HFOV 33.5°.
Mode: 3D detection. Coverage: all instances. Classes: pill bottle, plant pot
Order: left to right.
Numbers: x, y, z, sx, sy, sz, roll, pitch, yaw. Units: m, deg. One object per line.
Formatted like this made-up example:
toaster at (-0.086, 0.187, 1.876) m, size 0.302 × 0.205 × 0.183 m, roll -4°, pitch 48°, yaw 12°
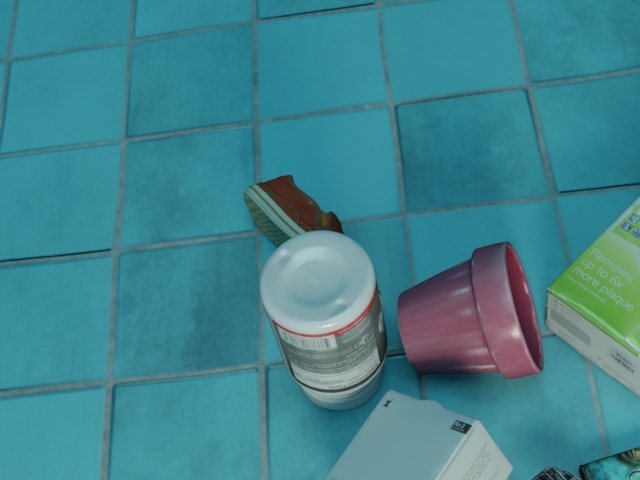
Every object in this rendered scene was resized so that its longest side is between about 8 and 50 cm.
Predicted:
pill bottle at (0.014, 0.126, 1.549) m, size 0.161 × 0.283 × 0.161 m, roll -4°, pitch 56°, yaw 7°
plant pot at (0.220, 0.118, 1.589) m, size 0.180 × 0.201 × 0.201 m, roll -15°, pitch 54°, yaw 19°

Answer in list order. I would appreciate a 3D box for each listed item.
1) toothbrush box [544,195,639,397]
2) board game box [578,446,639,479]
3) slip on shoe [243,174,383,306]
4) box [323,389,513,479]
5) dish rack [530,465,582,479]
toothbrush box at (0.507, 0.069, 1.604) m, size 0.283 × 0.122 × 0.206 m, roll -40°, pitch 60°, yaw -18°
board game box at (0.451, 0.378, 1.467) m, size 0.126 × 0.026 × 0.186 m, roll -18°, pitch 56°, yaw -2°
slip on shoe at (0.000, 0.000, 1.740) m, size 0.101 × 0.123 × 0.331 m, roll -33°, pitch 53°, yaw -17°
box at (0.131, 0.324, 1.459) m, size 0.181 × 0.119 × 0.182 m, roll 10°, pitch 54°, yaw 51°
dish rack at (0.286, 0.443, 1.427) m, size 0.271 × 0.074 × 0.208 m, roll -35°, pitch 60°, yaw -15°
